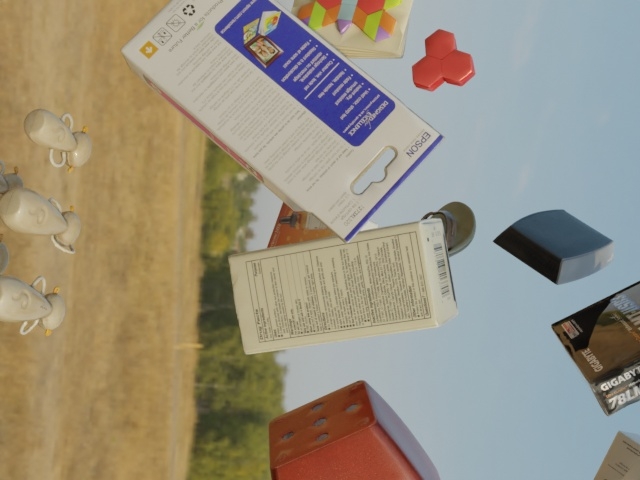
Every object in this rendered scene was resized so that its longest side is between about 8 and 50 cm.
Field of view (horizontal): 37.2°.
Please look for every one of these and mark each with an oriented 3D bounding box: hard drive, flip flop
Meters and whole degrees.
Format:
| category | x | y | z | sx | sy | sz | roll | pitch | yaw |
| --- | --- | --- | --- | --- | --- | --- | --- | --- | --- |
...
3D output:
| category | x | y | z | sx | sy | sz | roll | pitch | yaw |
| --- | --- | --- | --- | --- | --- | --- | --- | --- | --- |
| hard drive | 0.470 | 0.005 | 1.874 | 0.172 | 0.254 | 0.054 | 37 | -59 | 29 |
| flip flop | 0.243 | -0.015 | 2.033 | 0.277 | 0.112 | 0.080 | -31 | 140 | -38 |

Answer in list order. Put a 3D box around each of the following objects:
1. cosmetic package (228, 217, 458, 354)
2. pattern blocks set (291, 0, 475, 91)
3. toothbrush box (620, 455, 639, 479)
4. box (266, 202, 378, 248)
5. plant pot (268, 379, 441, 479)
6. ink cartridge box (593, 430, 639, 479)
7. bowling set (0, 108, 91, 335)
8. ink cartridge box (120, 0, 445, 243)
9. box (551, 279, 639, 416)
| category | x | y | z | sx | sy | sz | roll | pitch | yaw |
| --- | --- | --- | --- | --- | --- | --- | --- | --- | --- |
| cosmetic package | 0.033 | 0.065 | 1.373 | 0.129 | 0.296 | 0.153 | -9 | 90 | -69 |
| pattern blocks set | 0.043 | -0.311 | 1.262 | 0.026 | 0.324 | 0.285 | 35 | 54 | -65 |
| toothbrush box | 0.699 | 0.443 | 1.720 | 0.295 | 0.126 | 0.216 | -58 | -136 | 13 |
| box | 0.000 | 0.000 | 1.767 | 0.170 | 0.091 | 0.130 | 18 | -92 | 41 |
| plant pot | 0.046 | 0.387 | 1.539 | 0.267 | 0.267 | 0.236 | -105 | 170 | -76 |
| ink cartridge box | 0.682 | 0.578 | 2.072 | 0.121 | 0.211 | 0.289 | 34 | -78 | 48 |
| bowling set | -0.416 | -0.035 | 1.230 | 0.154 | 0.199 | 0.287 | 41 | 61 | -70 |
| ink cartridge box | -0.048 | -0.168 | 1.143 | 0.176 | 0.371 | 0.069 | -47 | 166 | -10 |
| box | 0.537 | 0.136 | 1.509 | 0.073 | 0.293 | 0.295 | 62 | 8 | -9 |
